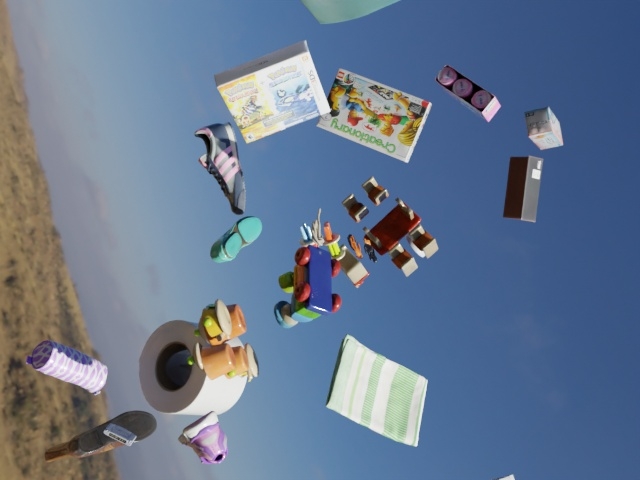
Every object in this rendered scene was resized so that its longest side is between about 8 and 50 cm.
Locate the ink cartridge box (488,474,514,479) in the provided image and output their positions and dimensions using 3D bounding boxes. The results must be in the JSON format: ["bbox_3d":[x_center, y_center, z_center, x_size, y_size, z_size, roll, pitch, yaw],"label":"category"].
[{"bbox_3d":[0.380,0.587,1.633,0.109,0.063,0.150,-35,-115,41],"label":"ink cartridge box"}]

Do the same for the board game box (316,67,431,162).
[{"bbox_3d":[0.161,-0.383,2.344,0.193,0.305,0.053,-68,167,7],"label":"board game box"}]

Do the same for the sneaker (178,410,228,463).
[{"bbox_3d":[-0.255,0.456,1.724,0.104,0.095,0.236,54,-18,8],"label":"sneaker"}]

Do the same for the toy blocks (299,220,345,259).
[{"bbox_3d":[0.000,0.000,1.951,0.054,0.123,0.148,8,-49,38],"label":"toy blocks"}]

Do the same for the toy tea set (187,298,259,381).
[{"bbox_3d":[-0.247,0.242,1.776,0.336,0.124,0.200,51,21,-78],"label":"toy tea set"}]

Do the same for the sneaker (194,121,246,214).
[{"bbox_3d":[-0.326,-0.226,2.484,0.112,0.131,0.319,133,-54,-64],"label":"sneaker"}]

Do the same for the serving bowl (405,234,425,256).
[{"bbox_3d":[0.277,0.007,2.177,0.083,0.027,0.083,45,18,-19],"label":"serving bowl"}]

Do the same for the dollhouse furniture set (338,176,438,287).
[{"bbox_3d":[0.158,0.003,2.111,0.262,0.259,0.135,48,-1,26],"label":"dollhouse furniture set"}]

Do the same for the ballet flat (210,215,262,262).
[{"bbox_3d":[-0.266,-0.005,2.333,0.083,0.087,0.247,66,29,-15],"label":"ballet flat"}]

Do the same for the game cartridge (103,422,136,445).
[{"bbox_3d":[-0.551,0.534,2.112,0.017,0.083,0.056,-63,-179,12],"label":"game cartridge"}]

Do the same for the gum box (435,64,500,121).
[{"bbox_3d":[0.430,-0.436,2.253,0.188,0.062,0.107,40,10,21],"label":"gum box"}]

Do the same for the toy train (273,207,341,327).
[{"bbox_3d":[-0.038,0.065,1.692,0.143,0.105,0.248,-34,-135,41],"label":"toy train"}]

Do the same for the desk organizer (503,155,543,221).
[{"bbox_3d":[0.414,-0.106,1.570,0.050,0.047,0.130,9,-88,54],"label":"desk organizer"}]

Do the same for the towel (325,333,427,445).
[{"bbox_3d":[0.177,0.453,2.305,0.038,0.325,0.248,-37,-151,47],"label":"towel"}]

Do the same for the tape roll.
[{"bbox_3d":[-0.339,0.342,2.049,0.169,0.246,0.246,21,35,-54],"label":"tape roll"}]

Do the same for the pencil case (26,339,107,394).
[{"bbox_3d":[-0.646,0.326,1.978,0.206,0.088,0.086,43,40,-45],"label":"pencil case"}]

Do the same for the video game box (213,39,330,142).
[{"bbox_3d":[-0.098,-0.312,1.632,0.187,0.205,0.048,64,7,-52],"label":"video game box"}]

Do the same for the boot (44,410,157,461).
[{"bbox_3d":[-0.658,0.601,2.304,0.280,0.264,0.096,-31,-98,48],"label":"boot"}]

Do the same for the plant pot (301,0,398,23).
[{"bbox_3d":[0.067,-0.631,1.817,0.165,0.234,0.166,42,43,-36],"label":"plant pot"}]

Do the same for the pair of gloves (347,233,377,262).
[{"bbox_3d":[0.098,0.020,1.806,0.010,0.083,0.074,-44,-133,29],"label":"pair of gloves"}]

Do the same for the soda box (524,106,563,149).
[{"bbox_3d":[0.535,-0.266,1.829,0.183,0.058,0.063,8,72,-66],"label":"soda box"}]
